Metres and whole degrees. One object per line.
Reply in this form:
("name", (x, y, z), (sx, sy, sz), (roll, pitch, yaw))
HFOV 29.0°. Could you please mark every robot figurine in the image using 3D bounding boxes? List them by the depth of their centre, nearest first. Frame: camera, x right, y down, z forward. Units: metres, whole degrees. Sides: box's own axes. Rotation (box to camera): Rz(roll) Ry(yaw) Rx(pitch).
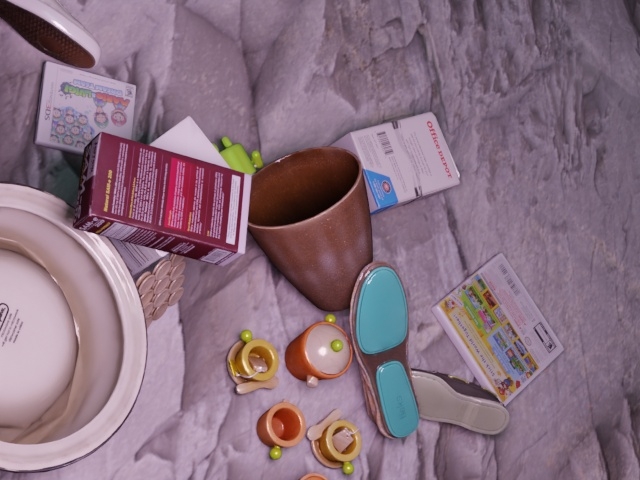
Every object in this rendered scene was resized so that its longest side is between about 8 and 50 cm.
("robot figurine", (-0.146, -0.118, 2.087), (0.101, 0.067, 0.115), (-29, 92, -8))

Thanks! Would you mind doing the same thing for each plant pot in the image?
("plant pot", (0.000, 0.000, 2.049), (0.215, 0.215, 0.230), (-48, 131, -34))

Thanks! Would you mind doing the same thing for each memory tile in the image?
("memory tile", (-0.250, 0.077, 1.915), (0.012, 0.148, 0.113), (35, 55, 16))

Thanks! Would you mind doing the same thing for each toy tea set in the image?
("toy tea set", (-0.009, 0.282, 1.996), (0.200, 0.124, 0.336), (-15, 82, -35))

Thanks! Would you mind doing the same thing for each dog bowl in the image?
("dog bowl", (-0.450, 0.132, 1.726), (0.408, 0.150, 0.408), (18, 62, -38))

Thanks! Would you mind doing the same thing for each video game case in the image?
("video game case", (-0.379, -0.205, 2.004), (0.157, 0.019, 0.143), (13, 67, -28))
("video game case", (0.333, 0.166, 2.308), (0.206, 0.026, 0.227), (-35, 94, -35))

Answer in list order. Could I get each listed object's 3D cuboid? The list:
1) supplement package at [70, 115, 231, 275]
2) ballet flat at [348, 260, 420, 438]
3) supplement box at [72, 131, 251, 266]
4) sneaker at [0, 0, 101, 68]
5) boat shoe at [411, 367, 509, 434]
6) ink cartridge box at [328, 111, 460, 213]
("supplement package", (-0.264, -0.055, 1.910), (0.194, 0.203, 0.149), (-41, 97, -34))
("ballet flat", (0.094, 0.179, 2.065), (0.107, 0.106, 0.316), (-11, 105, -18))
("supplement box", (-0.223, -0.056, 1.766), (0.239, 0.073, 0.130), (16, 65, -27))
("sneaker", (-0.456, -0.396, 1.970), (0.290, 0.106, 0.123), (36, 61, -14))
("boat shoe", (0.221, 0.276, 2.177), (0.228, 0.081, 0.068), (23, 17, -12))
("ink cartridge box", (0.136, -0.137, 2.255), (0.203, 0.086, 0.148), (-17, 83, -35))
